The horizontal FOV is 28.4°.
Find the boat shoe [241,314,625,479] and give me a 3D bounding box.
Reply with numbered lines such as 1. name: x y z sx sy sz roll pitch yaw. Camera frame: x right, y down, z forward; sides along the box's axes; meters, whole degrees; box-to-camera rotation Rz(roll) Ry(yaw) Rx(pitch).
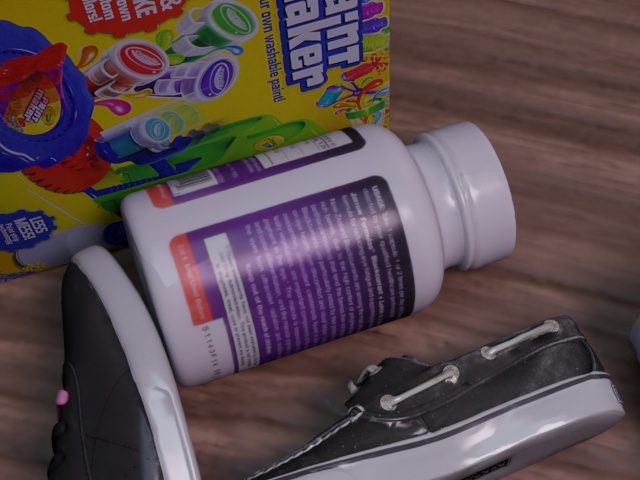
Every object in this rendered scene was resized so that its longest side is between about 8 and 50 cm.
1. boat shoe: 0.045 0.098 0.651 0.219 0.078 0.070 -17 65 -15

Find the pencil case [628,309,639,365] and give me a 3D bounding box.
1. pencil case: 0.261 0.119 0.599 0.124 0.113 0.273 -46 59 30

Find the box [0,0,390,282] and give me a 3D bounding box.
1. box: -0.120 -0.140 0.653 0.279 0.290 0.177 -17 64 -5

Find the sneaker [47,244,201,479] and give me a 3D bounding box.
1. sneaker: -0.128 0.144 0.614 0.147 0.104 0.295 -13 68 -10

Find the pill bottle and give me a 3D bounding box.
1. pill bottle: 0.000 0.000 0.677 0.193 0.108 0.108 -17 64 -10
